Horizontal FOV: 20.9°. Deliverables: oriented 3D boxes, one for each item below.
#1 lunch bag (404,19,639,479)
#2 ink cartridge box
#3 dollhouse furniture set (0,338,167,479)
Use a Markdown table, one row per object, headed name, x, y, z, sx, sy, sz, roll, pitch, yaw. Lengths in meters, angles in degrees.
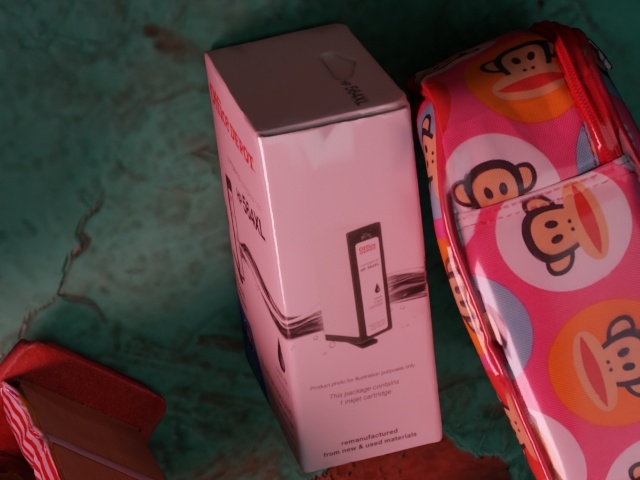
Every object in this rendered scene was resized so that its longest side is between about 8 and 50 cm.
| name | x | y | z | sx | sy | sz | roll | pitch | yaw |
| --- | --- | --- | --- | --- | --- | --- | --- | --- | --- |
| lunch bag | 0.138 | 0.028 | 0.954 | 0.120 | 0.258 | 0.293 | -21 | 98 | 4 |
| ink cartridge box | 0.000 | 0.000 | 0.959 | 0.086 | 0.148 | 0.203 | -13 | 115 | -10 |
| dollhouse furniture set | -0.046 | 0.226 | 1.026 | 0.374 | 0.201 | 0.152 | 29 | 102 | -33 |
